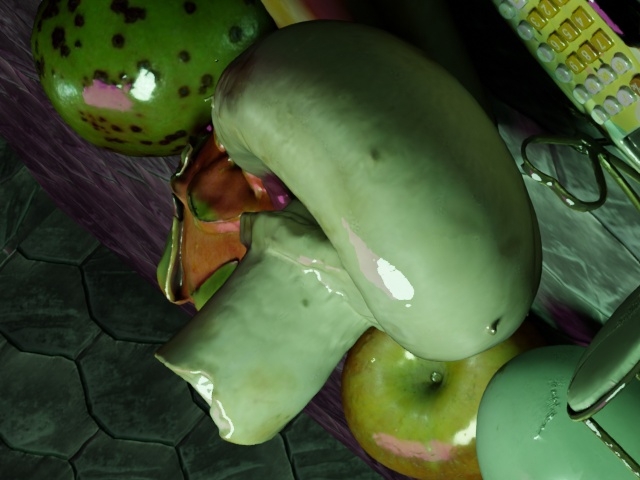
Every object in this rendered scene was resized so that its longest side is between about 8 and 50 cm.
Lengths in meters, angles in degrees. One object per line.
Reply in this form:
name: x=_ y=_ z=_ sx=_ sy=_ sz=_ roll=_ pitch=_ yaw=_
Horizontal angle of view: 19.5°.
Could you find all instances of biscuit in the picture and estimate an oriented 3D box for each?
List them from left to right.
biscuit: x=0.025 y=-0.185 z=1.460 sx=0.237 sy=0.062 sz=0.290 roll=34 pitch=167 yaw=36

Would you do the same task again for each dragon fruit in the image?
dragon fruit: x=-0.032 y=-0.013 z=1.579 sx=0.224 sy=0.224 sz=0.227 roll=28 pitch=124 yaw=55

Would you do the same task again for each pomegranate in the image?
pomegranate: x=-0.166 y=-0.195 z=1.675 sx=0.286 sy=0.231 sz=0.231 roll=35 pitch=166 yaw=35

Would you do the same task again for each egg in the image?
egg: x=0.267 y=0.220 z=1.742 sx=0.282 sy=0.203 sz=0.203 roll=47 pitch=169 yaw=-2

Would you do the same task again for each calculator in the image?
calculator: x=0.194 y=-0.112 z=1.218 sx=0.236 sy=0.033 sz=0.157 roll=46 pitch=170 yaw=0

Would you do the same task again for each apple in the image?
apple: x=0.142 y=0.154 z=1.947 sx=0.235 sy=0.210 sz=0.173 roll=24 pitch=180 yaw=32

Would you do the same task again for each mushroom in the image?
mushroom: x=0.000 y=0.000 z=1.334 sx=0.292 sy=0.290 sz=0.292 roll=50 pitch=176 yaw=5

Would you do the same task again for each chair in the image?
chair: x=0.232 y=0.062 z=1.325 sx=0.326 sy=0.170 sz=0.160 roll=39 pitch=-149 yaw=-3
